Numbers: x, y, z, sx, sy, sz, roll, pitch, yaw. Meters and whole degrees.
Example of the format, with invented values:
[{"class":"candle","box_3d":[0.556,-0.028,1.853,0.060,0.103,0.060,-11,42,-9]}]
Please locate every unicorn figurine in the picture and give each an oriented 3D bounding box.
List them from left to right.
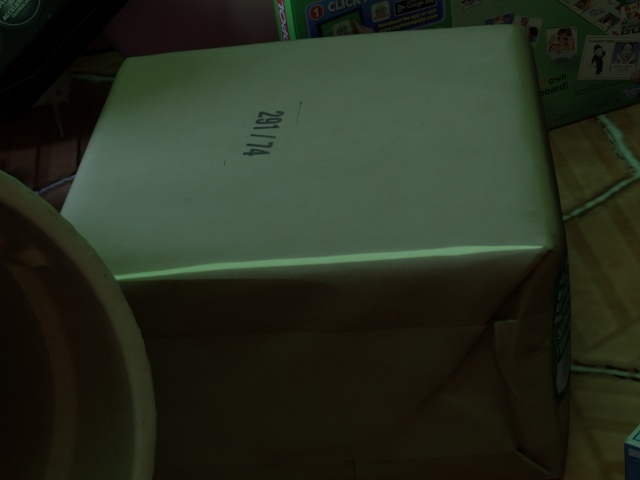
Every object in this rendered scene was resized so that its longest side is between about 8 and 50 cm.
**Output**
[{"class":"unicorn figurine","box_3d":[-0.281,-0.160,1.405,0.111,0.060,0.162,5,26,2]}]

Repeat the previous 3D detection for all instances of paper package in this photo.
[{"class":"paper package","box_3d":[0.000,0.000,0.965,0.310,0.168,0.325,-5,30,7]}]

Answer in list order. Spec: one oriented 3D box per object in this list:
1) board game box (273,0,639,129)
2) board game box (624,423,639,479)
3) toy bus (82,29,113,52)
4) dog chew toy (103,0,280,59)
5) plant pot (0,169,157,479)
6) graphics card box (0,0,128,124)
[{"class":"board game box","box_3d":[0.124,-0.175,1.179,0.317,0.213,0.046,-17,31,-14]},{"class":"board game box","box_3d":[0.285,0.095,0.858,0.136,0.035,0.201,16,39,36]},{"class":"toy bus","box_3d":[-0.233,-0.262,1.523,0.333,0.108,0.130,-11,29,-3]},{"class":"dog chew toy","box_3d":[-0.035,-0.227,1.338,0.332,0.206,0.206,11,35,16]},{"class":"plant pot","box_3d":[-0.303,0.083,0.798,0.334,0.333,0.305,-24,23,-24]},{"class":"graphics card box","box_3d":[-0.310,-0.297,1.188,0.371,0.094,0.233,42,87,11]}]
